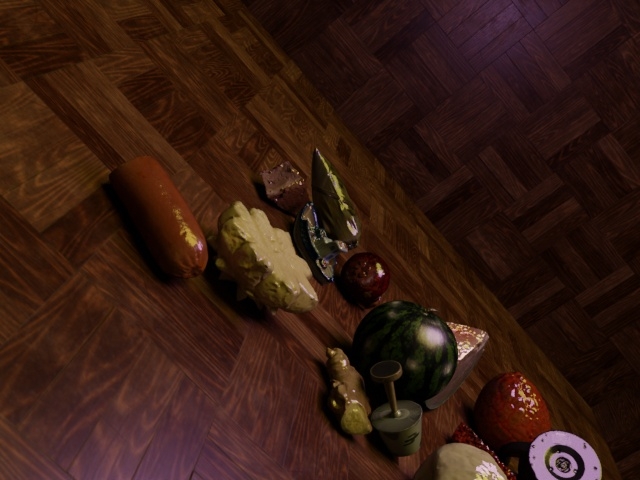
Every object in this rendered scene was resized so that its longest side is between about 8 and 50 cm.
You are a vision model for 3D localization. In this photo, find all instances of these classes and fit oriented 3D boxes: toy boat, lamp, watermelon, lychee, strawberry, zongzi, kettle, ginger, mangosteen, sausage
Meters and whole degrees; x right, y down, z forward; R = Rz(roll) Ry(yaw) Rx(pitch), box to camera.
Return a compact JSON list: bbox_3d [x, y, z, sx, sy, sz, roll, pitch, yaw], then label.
[{"bbox_3d":[0.000,0.000,2.028,0.114,0.115,0.262,26,31,-54],"label":"toy boat"},{"bbox_3d":[0.171,0.385,1.621,0.121,0.122,0.214,-79,157,-67],"label":"lamp"},{"bbox_3d":[0.318,0.328,2.058,0.222,0.319,0.292,41,-29,21],"label":"watermelon"},{"bbox_3d":[0.604,0.566,2.242,0.255,0.255,0.299,-83,165,-66],"label":"lychee"},{"bbox_3d":[0.460,0.641,1.956,0.286,0.106,0.188,45,-8,22],"label":"strawberry"},{"bbox_3d":[0.040,-0.119,2.204,0.274,0.125,0.250,79,-10,-47],"label":"zongzi"},{"bbox_3d":[0.646,0.699,2.039,0.271,0.251,0.207,90,-1,-47],"label":"kettle"},{"bbox_3d":[0.204,0.278,1.771,0.269,0.269,0.269,45,19,-20],"label":"watermelon"},{"bbox_3d":[0.062,0.342,1.603,0.137,0.074,0.213,53,10,-29],"label":"ginger"},{"bbox_3d":[0.129,0.116,2.117,0.146,0.155,0.181,27,-13,3],"label":"mangosteen"},{"bbox_3d":[-0.305,-0.041,1.380,0.259,0.114,0.114,56,18,14],"label":"sausage"}]

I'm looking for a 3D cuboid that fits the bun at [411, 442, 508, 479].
[{"bbox_3d":[0.350,0.614,1.549,0.361,0.213,0.361,47,16,-18],"label":"bun"}]

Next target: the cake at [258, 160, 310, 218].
[{"bbox_3d":[-0.075,-0.142,2.147,0.115,0.113,0.295,62,8,24],"label":"cake"}]

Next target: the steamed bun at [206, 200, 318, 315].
[{"bbox_3d":[-0.133,0.060,1.570,0.292,0.137,0.295,46,13,-14],"label":"steamed bun"}]
